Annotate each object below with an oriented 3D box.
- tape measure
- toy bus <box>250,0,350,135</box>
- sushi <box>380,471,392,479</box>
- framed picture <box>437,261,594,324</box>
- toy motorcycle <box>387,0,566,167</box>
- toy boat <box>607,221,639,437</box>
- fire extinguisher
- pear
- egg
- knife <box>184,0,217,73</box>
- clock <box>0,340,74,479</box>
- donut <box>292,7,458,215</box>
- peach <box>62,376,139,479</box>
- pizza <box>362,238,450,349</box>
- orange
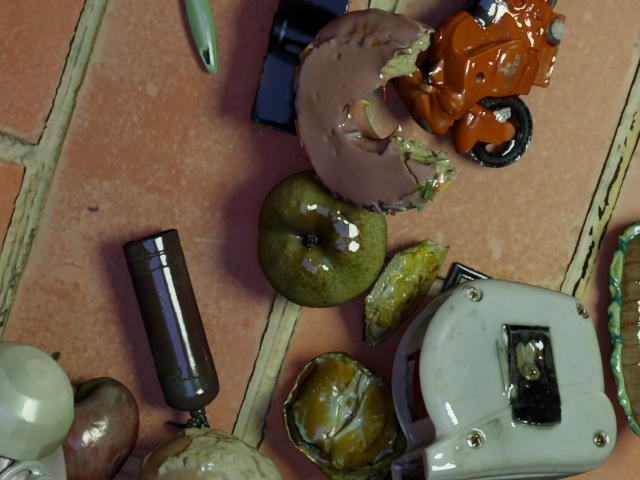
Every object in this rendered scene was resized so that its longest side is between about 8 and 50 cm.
[{"bbox_3d":[0.210,0.177,1.790,0.258,0.130,0.265,-1,75,-21],"label":"tape measure"},{"bbox_3d":[0.004,-0.328,1.812,0.093,0.092,0.409,15,96,-5],"label":"toy bus"},{"bbox_3d":[0.204,0.407,1.845,0.350,0.211,0.171,26,100,2],"label":"sushi"},{"bbox_3d":[0.216,0.151,1.910,0.195,0.010,0.199,24,95,-4],"label":"framed picture"},{"bbox_3d":[0.184,-0.256,1.809,0.221,0.148,0.326,10,98,-24],"label":"toy motorcycle"},{"bbox_3d":[0.403,0.117,1.871,0.108,0.099,0.293,3,89,-2],"label":"toy boat"},{"bbox_3d":[-0.182,0.124,1.873,0.089,0.072,0.268,-10,98,35],"label":"fire extinguisher"},{"bbox_3d":[0.000,0.000,1.825,0.167,0.136,0.167,0,94,4],"label":"pear"},{"bbox_3d":[-0.131,0.343,1.832,0.203,0.203,0.245,-19,107,1],"label":"egg"},{"bbox_3d":[-0.168,-0.344,1.844,0.043,0.020,0.293,-12,96,2],"label":"knife"},{"bbox_3d":[-0.421,0.274,1.761,0.325,0.184,0.342,7,103,35],"label":"clock"},{"bbox_3d":[0.061,-0.145,1.727,0.199,0.085,0.233,-1,101,39],"label":"donut"},{"bbox_3d":[-0.296,0.239,1.857,0.152,0.152,0.152,0,96,-1],"label":"peach"},{"bbox_3d":[0.100,0.063,1.858,0.036,0.099,0.160,35,92,27],"label":"pizza"},{"bbox_3d":[0.039,0.219,1.860,0.160,0.112,0.170,-7,84,16],"label":"orange"}]
